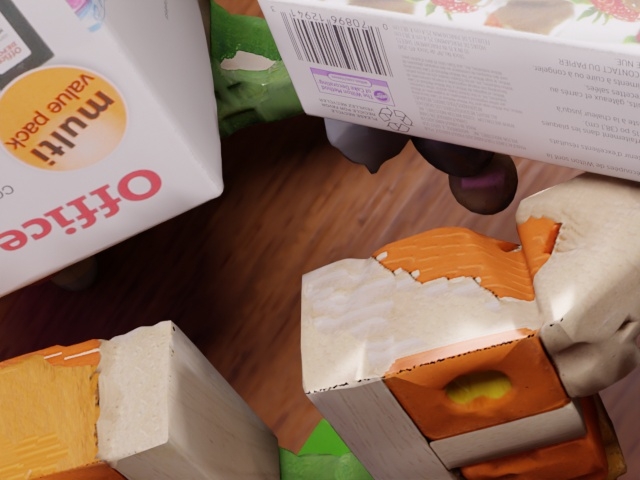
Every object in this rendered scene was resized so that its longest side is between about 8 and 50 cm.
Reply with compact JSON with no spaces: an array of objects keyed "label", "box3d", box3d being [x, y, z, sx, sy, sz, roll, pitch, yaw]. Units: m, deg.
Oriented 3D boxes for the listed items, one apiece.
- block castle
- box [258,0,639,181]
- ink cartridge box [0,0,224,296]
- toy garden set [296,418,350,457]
[{"label":"block castle","box3d":[0.000,0.000,0.597,0.453,0.213,0.303,-17,50,14]},{"label":"box","box3d":[0.134,-0.052,0.384,0.324,0.067,0.063,14,60,29]},{"label":"ink cartridge box","box3d":[-0.164,-0.108,0.454,0.171,0.232,0.168,-23,43,11]},{"label":"toy garden set","box3d":[0.012,0.247,0.629,0.204,0.049,0.244,35,91,37]}]
